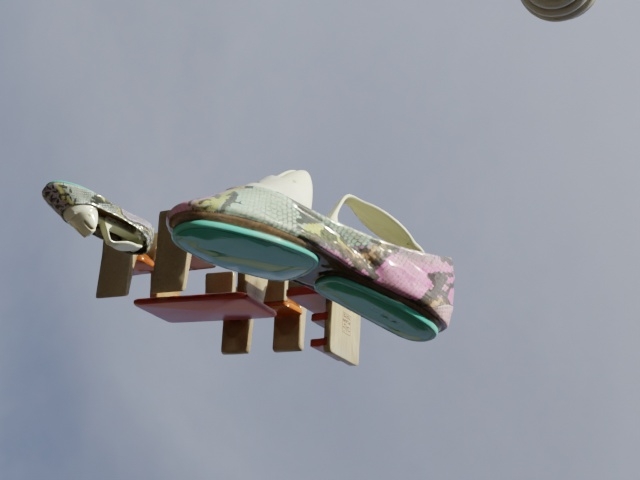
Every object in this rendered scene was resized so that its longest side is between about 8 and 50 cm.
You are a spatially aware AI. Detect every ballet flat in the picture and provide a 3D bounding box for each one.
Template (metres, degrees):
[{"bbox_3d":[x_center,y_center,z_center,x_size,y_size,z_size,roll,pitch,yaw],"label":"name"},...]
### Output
[{"bbox_3d":[-0.196,-0.016,0.991,0.041,0.114,0.041,-31,-135,37],"label":"ballet flat"},{"bbox_3d":[0.000,0.000,0.749,0.077,0.221,0.079,-26,-133,54],"label":"ballet flat"}]

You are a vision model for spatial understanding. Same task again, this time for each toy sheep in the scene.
[{"bbox_3d":[0.225,-0.250,1.055,0.091,0.132,0.091,5,-79,28],"label":"toy sheep"}]

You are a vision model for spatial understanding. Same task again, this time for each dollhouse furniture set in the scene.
[{"bbox_3d":[-0.084,0.071,1.244,0.259,0.262,0.135,-6,-112,27],"label":"dollhouse furniture set"}]
